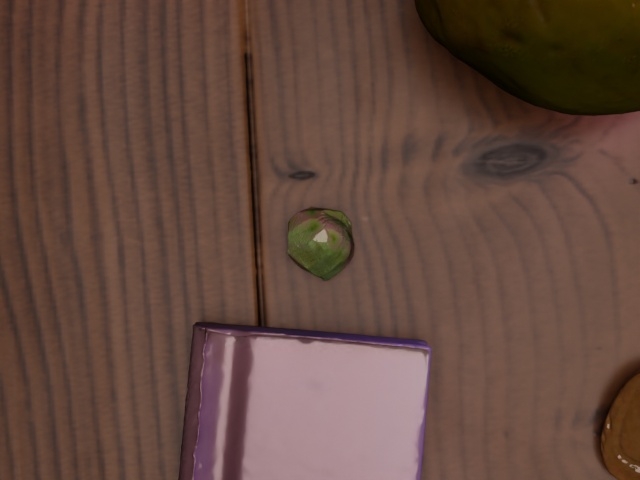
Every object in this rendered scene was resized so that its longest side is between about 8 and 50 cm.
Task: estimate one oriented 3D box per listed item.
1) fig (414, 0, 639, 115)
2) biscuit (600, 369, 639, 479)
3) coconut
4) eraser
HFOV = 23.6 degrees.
[{"bbox_3d":[0.284,-0.282,1.638,0.343,0.343,0.343,0,88,1],"label":"fig"},{"bbox_3d":[0.499,0.259,1.699,0.376,0.051,0.269,18,107,11],"label":"biscuit"},{"bbox_3d":[0.000,0.000,1.738,0.081,0.082,0.083,-44,90,4],"label":"coconut"},{"bbox_3d":[-0.024,0.280,1.714,0.272,0.122,0.359,4,89,-1],"label":"eraser"}]
